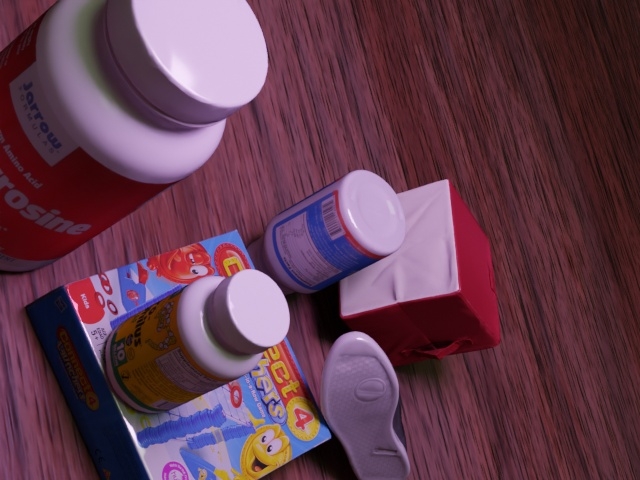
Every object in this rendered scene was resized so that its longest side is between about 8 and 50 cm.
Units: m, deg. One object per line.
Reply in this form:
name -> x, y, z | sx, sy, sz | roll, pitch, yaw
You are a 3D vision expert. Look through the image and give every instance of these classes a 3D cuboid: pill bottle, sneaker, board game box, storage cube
pill bottle -> -0.134, 0.108, 1.347 | 0.118, 0.208, 0.117 | 24, 53, -36
sneaker -> 0.052, 0.194, 1.648 | 0.147, 0.105, 0.295 | -102, 177, -47
pill bottle -> -0.253, -0.136, 1.340 | 0.229, 0.408, 0.229 | 25, 52, -36
board game box -> -0.166, 0.168, 1.512 | 0.302, 0.086, 0.308 | -21, 84, -50
pill bottle -> 0.000, 0.000, 1.679 | 0.124, 0.221, 0.124 | 24, 53, -36
storage cube -> 0.142, 0.052, 1.784 | 0.193, 0.184, 0.215 | 48, 34, -53
